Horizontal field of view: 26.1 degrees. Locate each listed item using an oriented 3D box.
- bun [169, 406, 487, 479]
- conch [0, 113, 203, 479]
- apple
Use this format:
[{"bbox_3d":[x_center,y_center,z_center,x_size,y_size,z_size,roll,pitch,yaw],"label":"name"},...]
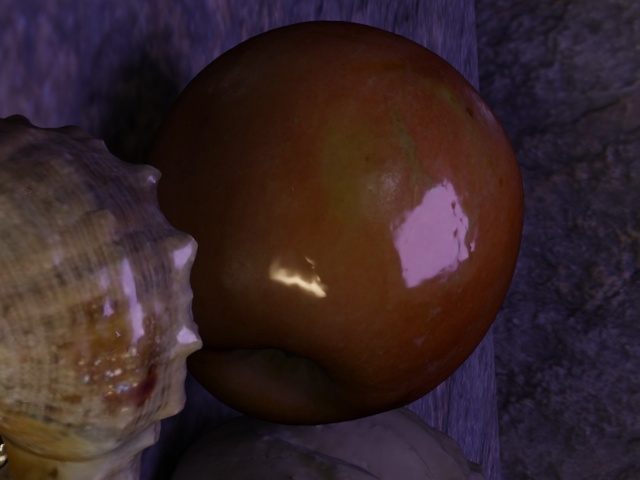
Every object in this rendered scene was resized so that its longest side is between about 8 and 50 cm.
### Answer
[{"bbox_3d":[0.035,0.280,0.944,0.365,0.219,0.365,-2,90,-68],"label":"bun"},{"bbox_3d":[-0.144,0.049,0.440,0.245,0.163,0.178,-4,78,-46],"label":"conch"},{"bbox_3d":[0.000,0.000,0.837,0.253,0.253,0.254,1,90,-75],"label":"apple"}]
